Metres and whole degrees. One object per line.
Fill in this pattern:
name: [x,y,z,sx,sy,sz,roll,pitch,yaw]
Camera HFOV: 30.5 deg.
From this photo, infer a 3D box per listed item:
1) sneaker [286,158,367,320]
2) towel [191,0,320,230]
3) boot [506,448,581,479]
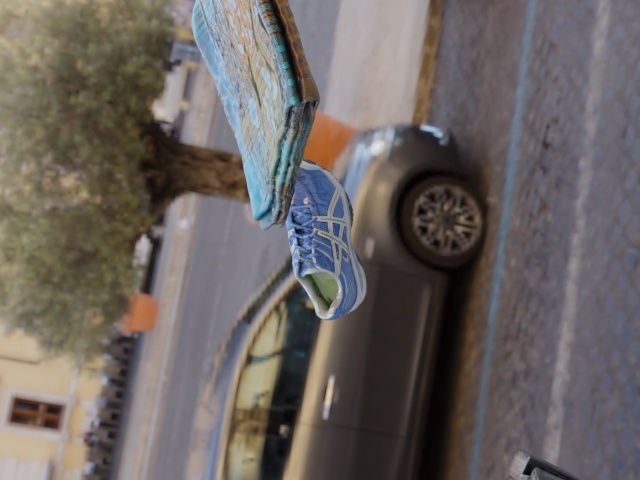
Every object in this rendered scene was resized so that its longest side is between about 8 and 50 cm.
sneaker: [0.000,0.000,1.442,0.081,0.080,0.211,-44,-64,-60]
towel: [-0.073,-0.182,1.131,0.370,0.040,0.271,113,140,-74]
boot: [0.181,0.324,1.092,0.229,0.091,0.263,-63,-2,-1]
